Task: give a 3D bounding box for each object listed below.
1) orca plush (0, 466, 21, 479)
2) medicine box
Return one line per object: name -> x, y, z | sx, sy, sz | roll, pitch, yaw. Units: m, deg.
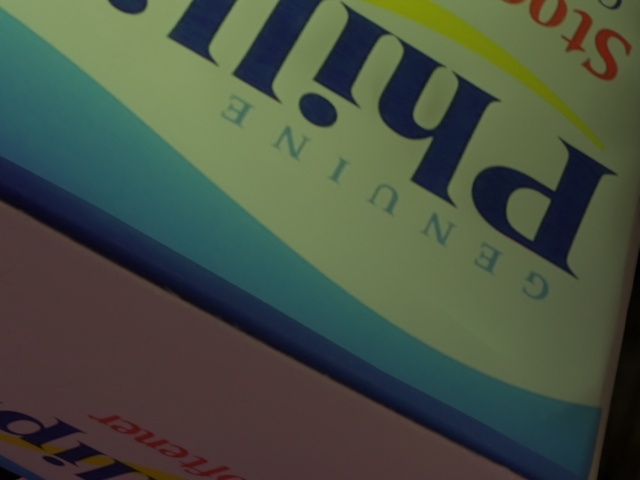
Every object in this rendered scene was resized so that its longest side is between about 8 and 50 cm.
orca plush -> -0.211, 0.070, 1.090 | 0.151, 0.102, 0.287 | -62, 21, 10
medicine box -> -0.038, -0.077, 0.569 | 0.149, 0.263, 0.289 | -38, 29, 50
